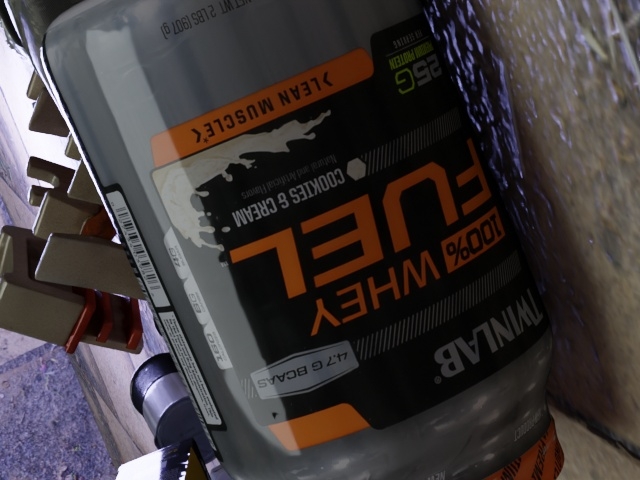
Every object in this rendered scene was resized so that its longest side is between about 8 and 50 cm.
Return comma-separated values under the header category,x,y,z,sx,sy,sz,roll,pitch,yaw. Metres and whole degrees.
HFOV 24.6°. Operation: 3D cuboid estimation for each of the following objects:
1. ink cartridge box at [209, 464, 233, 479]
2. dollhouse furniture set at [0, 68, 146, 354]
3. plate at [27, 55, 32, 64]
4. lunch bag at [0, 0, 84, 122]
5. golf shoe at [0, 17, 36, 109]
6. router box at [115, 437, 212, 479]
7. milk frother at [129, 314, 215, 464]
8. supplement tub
category,x,y,z,sx,sy,sz,roll,pitch,yaw
ink cartridge box,-0.031,0.332,1.513,0.197,0.114,0.273,61,164,17
dollhouse furniture set,-0.169,-0.039,1.187,0.259,0.135,0.262,-63,26,29
plate,-0.229,-0.242,1.245,0.188,0.024,0.188,-165,90,-76
lunch bag,-0.160,-0.225,1.004,0.287,0.169,0.235,-121,11,-48
golf shoe,-0.318,-0.221,1.737,0.086,0.069,0.176,17,136,43
router box,-0.094,0.351,1.276,0.243,0.081,0.309,-107,-5,-82
milk frother,-0.147,0.147,1.583,0.143,0.129,0.135,65,169,-23
supplement tub,0.000,0.000,0.766,0.316,0.193,0.193,66,164,-7
